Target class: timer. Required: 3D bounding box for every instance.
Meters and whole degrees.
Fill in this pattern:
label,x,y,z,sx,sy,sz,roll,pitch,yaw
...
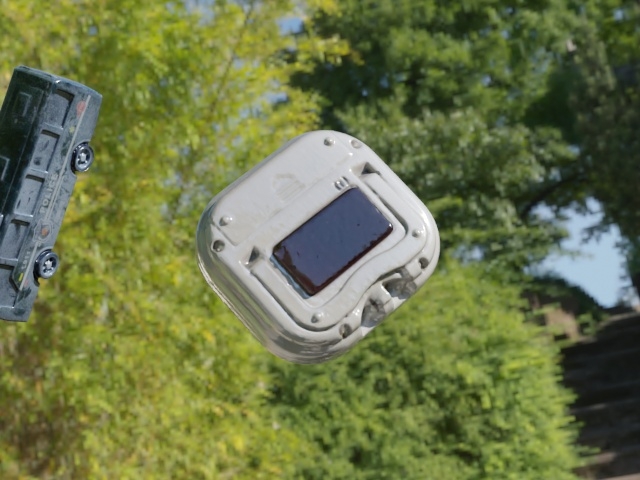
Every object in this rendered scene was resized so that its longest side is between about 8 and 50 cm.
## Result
label,x,y,z,sx,sy,sz,roll,pitch,yaw
timer,0.000,0.000,1.266,0.262,0.237,0.087,-39,-13,-22

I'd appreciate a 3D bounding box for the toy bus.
label,x,y,z,sx,sy,sz,roll,pitch,yaw
toy bus,-0.197,-0.030,0.715,0.047,0.166,0.065,20,1,25
